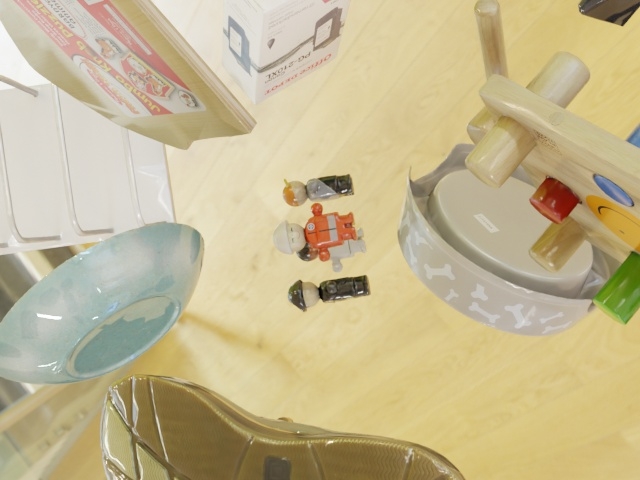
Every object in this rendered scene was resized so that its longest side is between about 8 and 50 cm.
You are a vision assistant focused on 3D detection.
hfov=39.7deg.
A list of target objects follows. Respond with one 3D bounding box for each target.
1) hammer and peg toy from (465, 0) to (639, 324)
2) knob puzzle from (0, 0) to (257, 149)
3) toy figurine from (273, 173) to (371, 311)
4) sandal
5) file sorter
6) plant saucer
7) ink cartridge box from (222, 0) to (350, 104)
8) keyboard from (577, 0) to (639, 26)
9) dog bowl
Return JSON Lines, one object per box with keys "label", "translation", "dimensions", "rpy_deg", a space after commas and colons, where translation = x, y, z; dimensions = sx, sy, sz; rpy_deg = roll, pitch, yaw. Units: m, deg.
{"label": "hammer and peg toy", "translation": [0.228, -0.045, 0.764], "dimensions": [0.361, 0.127, 0.266], "rpy_deg": [40, 179, 38]}
{"label": "knob puzzle", "translation": [-0.148, -0.136, 0.602], "dimensions": [0.213, 0.030, 0.213], "rpy_deg": [27, 157, 12]}
{"label": "toy figurine", "translation": [0.000, 0.000, 1.596], "dimensions": [0.148, 0.209, 0.213], "rpy_deg": [-10, 129, 7]}
{"label": "sandal", "translation": [-0.018, 0.098, 0.361], "dimensions": [0.180, 0.049, 0.072], "rpy_deg": [4, 87, 29]}
{"label": "file sorter", "translation": [-0.323, -0.084, 0.977], "dimensions": [0.173, 0.278, 0.192], "rpy_deg": [-68, -30, -87]}
{"label": "plant saucer", "translation": [-0.165, 0.064, 0.710], "dimensions": [0.037, 0.195, 0.195], "rpy_deg": [50, 143, 19]}
{"label": "ink cartridge box", "translation": [-0.051, -0.334, 1.319], "dimensions": [0.100, 0.172, 0.237], "rpy_deg": [52, 160, 14]}
{"label": "keyboard", "translation": [0.168, -0.184, 0.220], "dimensions": [0.033, 0.201, 0.317], "rpy_deg": [22, 135, -11]}
{"label": "dog bowl", "translation": [0.271, -0.001, 1.305], "dimensions": [0.349, 0.349, 0.102], "rpy_deg": [37, 128, 19]}
